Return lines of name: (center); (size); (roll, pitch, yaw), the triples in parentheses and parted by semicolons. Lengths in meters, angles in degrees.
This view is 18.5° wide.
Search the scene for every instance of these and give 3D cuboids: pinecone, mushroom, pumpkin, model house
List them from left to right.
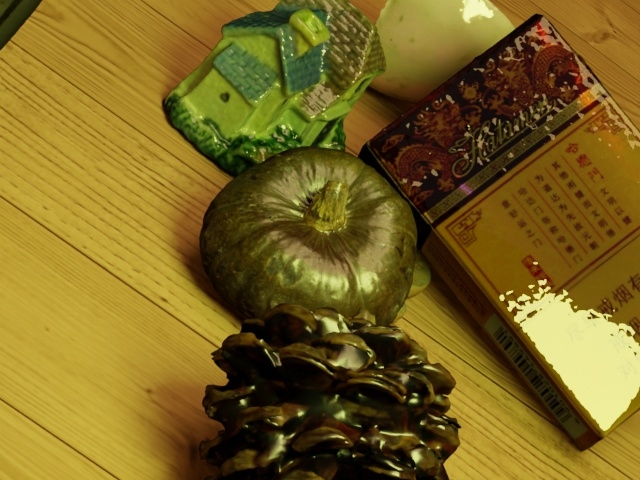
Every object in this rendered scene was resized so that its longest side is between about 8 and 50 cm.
model house: (-0.030, -0.175, 2.170); (0.195, 0.189, 0.214); (44, 29, 13)
pumpkin: (0.000, 0.000, 1.952); (0.219, 0.162, 0.219); (9, 52, -12)
pinecone: (0.012, 0.176, 1.689); (0.243, 0.243, 0.257); (15, 46, -35)
mushroom: (0.151, -0.217, 2.447); (0.173, 0.162, 0.236); (41, -6, 14)

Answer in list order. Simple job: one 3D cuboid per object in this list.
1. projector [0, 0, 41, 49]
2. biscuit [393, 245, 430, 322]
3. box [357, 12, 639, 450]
projector: (-0.449, -0.399, 1.864); (0.405, 0.242, 0.395); (19, 53, -27)
biscuit: (0.033, 0.028, 2.117); (0.234, 0.030, 0.153); (-3, 54, -50)
box: (0.263, -0.014, 2.157); (0.415, 0.264, 0.116); (51, -12, 8)
